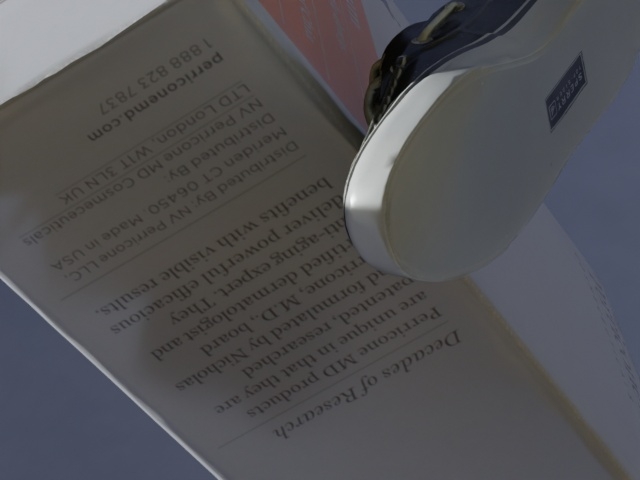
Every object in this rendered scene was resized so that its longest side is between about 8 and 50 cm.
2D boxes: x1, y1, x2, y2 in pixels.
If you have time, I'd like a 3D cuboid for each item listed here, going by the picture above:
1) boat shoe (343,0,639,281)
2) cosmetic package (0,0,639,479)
[{"bbox_3d":[0.057,-0.052,0.777,0.219,0.070,0.078,-42,-50,-48],"label":"boat shoe"},{"bbox_3d":[0.000,0.000,0.947,0.161,0.230,0.453,-29,-49,15],"label":"cosmetic package"}]
